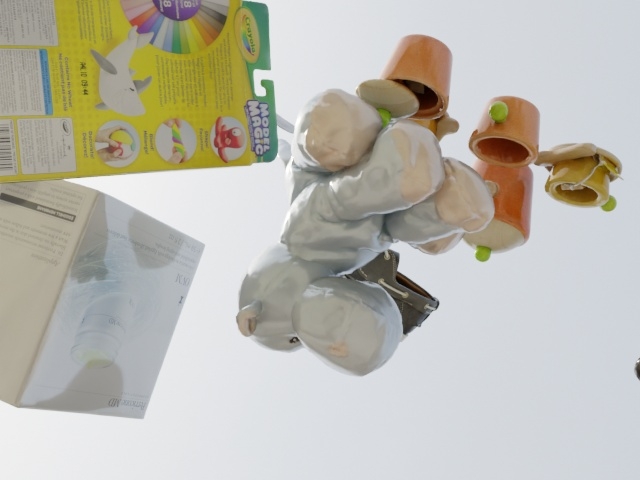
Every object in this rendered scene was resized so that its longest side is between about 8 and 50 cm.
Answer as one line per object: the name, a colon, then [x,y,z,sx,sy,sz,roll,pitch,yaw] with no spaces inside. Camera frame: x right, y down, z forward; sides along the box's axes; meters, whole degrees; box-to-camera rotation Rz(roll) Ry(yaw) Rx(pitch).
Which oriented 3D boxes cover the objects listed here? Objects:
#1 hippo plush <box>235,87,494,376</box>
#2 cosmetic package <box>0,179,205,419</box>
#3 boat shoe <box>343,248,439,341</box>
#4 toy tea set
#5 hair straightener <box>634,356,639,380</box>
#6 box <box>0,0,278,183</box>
hippo plush: [0.000,0.000,0.830,0.294,0.234,0.236,23,-101,20]
cosmetic package: [-0.265,0.066,0.914,0.138,0.224,0.224,17,-97,24]
boat shoe: [0.059,0.027,1.054,0.079,0.084,0.233,-38,-66,14]
toy tea set: [0.156,-0.077,0.899,0.336,0.124,0.200,27,-21,-27]
hair straightener: [0.241,0.011,0.370,0.047,0.089,0.230,30,-55,-29]
box: [-0.107,-0.090,0.481,0.043,0.179,0.105,5,-80,57]
